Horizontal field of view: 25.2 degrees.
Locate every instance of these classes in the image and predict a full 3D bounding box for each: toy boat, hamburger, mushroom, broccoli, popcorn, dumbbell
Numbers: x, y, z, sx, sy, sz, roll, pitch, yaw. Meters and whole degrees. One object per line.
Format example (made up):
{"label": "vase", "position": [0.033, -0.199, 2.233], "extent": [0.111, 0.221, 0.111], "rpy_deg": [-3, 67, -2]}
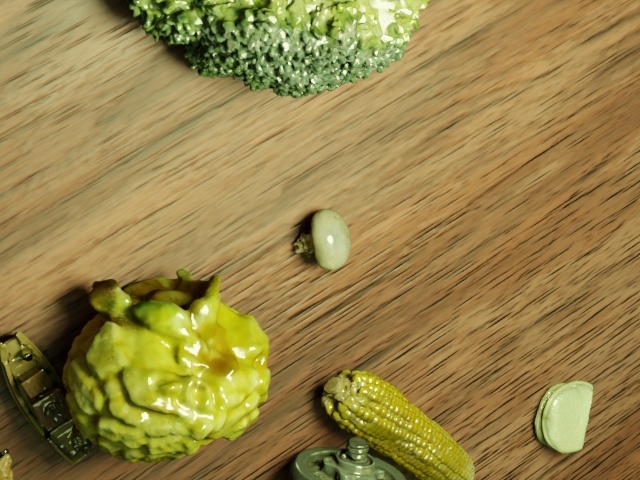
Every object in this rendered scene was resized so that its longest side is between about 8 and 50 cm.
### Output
{"label": "toy boat", "position": [-0.355, 0.202, 1.835], "extent": [0.064, 0.072, 0.206], "rpy_deg": [-34, 120, -16]}
{"label": "hamburger", "position": [0.380, 0.275, 2.266], "extent": [0.084, 0.054, 0.121], "rpy_deg": [13, 98, -27]}
{"label": "mushroom", "position": [0.000, 0.000, 1.965], "extent": [0.079, 0.085, 0.085], "rpy_deg": [-6, 117, 20]}
{"label": "broccoli", "position": [-0.004, -0.367, 1.778], "extent": [0.353, 0.275, 0.397], "rpy_deg": [39, 65, -49]}
{"label": "popcorn", "position": [-0.197, 0.165, 1.823], "extent": [0.270, 0.224, 0.258], "rpy_deg": [34, 60, -19]}
{"label": "dumbbell", "position": [0.014, 0.475, 2.062], "extent": [0.179, 0.179, 0.406], "rpy_deg": [5, 105, -29]}

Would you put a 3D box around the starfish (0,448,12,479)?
{"label": "starfish", "position": [-0.418, 0.421, 1.884], "extent": [0.299, 0.060, 0.302], "rpy_deg": [-24, 116, -16]}

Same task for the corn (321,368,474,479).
{"label": "corn", "position": [0.120, 0.285, 2.107], "extent": [0.320, 0.097, 0.097], "rpy_deg": [40, 86, -33]}
